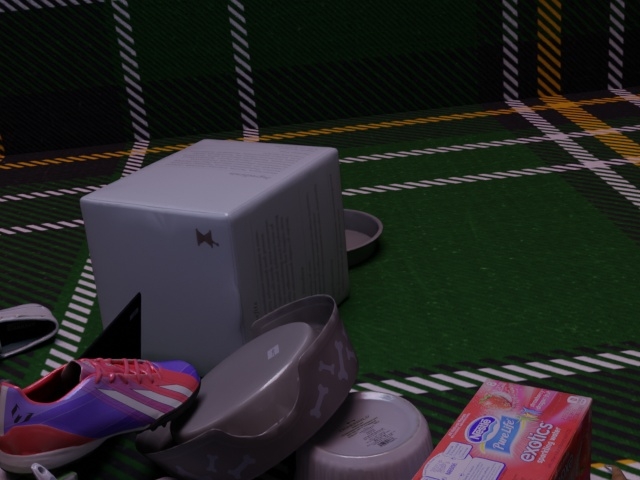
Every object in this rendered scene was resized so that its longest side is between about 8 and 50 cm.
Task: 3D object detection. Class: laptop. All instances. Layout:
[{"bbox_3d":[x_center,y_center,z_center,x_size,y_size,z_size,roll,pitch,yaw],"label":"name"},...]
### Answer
[{"bbox_3d":[-0.378,0.232,1.348,0.264,0.136,0.234,-26,14,22],"label":"laptop"}]

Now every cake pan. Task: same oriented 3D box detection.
[{"bbox_3d":[0.000,0.000,2.073,0.293,0.054,0.293,-5,22,2],"label":"cake pan"}]

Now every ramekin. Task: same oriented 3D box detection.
[{"bbox_3d":[0.061,0.297,1.243,0.207,0.109,0.207,-4,21,2],"label":"ramekin"}]

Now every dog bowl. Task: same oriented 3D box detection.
[{"bbox_3d":[-0.096,0.223,1.294,0.349,0.102,0.349,-33,13,8],"label":"dog bowl"}]

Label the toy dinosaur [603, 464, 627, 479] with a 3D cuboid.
[{"bbox_3d":[0.396,0.329,1.157,0.093,0.053,0.183,2,23,22],"label":"toy dinosaur"}]

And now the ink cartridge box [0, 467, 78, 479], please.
[{"bbox_3d":[-0.405,0.351,1.150,0.219,0.160,0.093,11,25,35],"label":"ink cartridge box"}]

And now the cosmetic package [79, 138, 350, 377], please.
[{"bbox_3d":[-0.180,0.019,1.698,0.328,0.329,0.394,8,25,28],"label":"cosmetic package"}]

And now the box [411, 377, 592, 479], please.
[{"bbox_3d":[0.225,0.313,1.116,0.154,0.142,0.300,7,25,29],"label":"box"}]

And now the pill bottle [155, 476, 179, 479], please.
[{"bbox_3d":[-0.167,0.369,1.136,0.094,0.094,0.169,-19,24,-29],"label":"pill bottle"}]

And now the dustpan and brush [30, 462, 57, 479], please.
[{"bbox_3d":[-0.282,0.350,1.060,0.060,0.211,0.147,-37,12,22],"label":"dustpan and brush"}]

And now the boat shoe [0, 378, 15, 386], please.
[{"bbox_3d":[-0.548,0.320,1.343,0.117,0.123,0.324,-10,14,4],"label":"boat shoe"}]

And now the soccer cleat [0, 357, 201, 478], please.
[{"bbox_3d":[-0.279,0.199,1.176,0.109,0.116,0.318,8,16,37],"label":"soccer cleat"}]

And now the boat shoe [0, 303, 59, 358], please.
[{"bbox_3d":[-0.634,0.190,1.710,0.268,0.096,0.088,-11,16,-35],"label":"boat shoe"}]
